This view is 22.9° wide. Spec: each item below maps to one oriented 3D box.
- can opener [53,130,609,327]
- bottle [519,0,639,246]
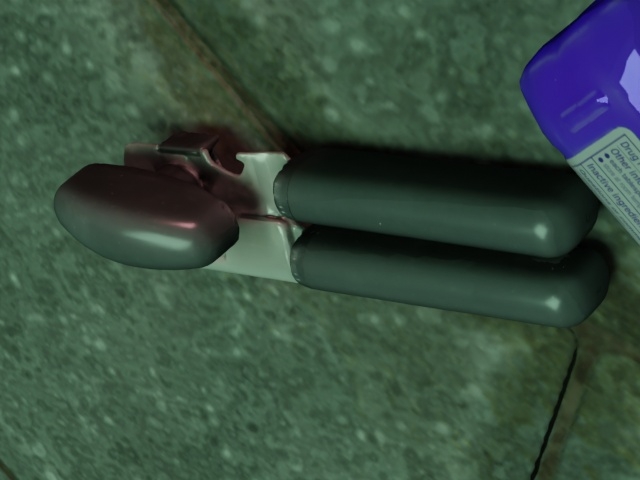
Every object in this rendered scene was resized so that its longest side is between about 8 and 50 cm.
[{"bbox_3d":[0.000,0.000,0.759,0.280,0.093,0.074,6,124,33],"label":"can opener"},{"bbox_3d":[0.199,0.012,0.565,0.283,0.118,0.092,48,147,-2],"label":"bottle"}]
